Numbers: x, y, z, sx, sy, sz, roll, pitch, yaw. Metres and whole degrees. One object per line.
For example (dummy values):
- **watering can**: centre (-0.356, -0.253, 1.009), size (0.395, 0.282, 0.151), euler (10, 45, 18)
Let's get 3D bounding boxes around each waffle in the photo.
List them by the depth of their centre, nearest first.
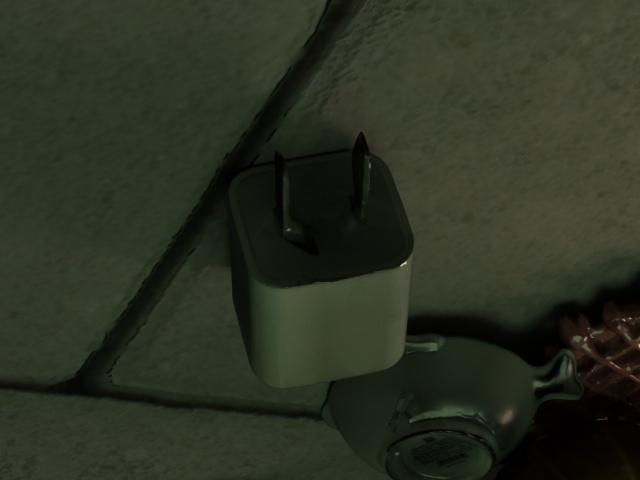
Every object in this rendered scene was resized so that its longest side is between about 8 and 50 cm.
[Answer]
- **waffle**: centre (0.306, 0.118, 1.571), size (0.221, 0.055, 0.234), euler (-9, 142, -10)

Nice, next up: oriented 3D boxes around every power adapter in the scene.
- **power adapter**: centre (0.000, 0.000, 1.242), size (0.130, 0.125, 0.205), euler (-9, 141, -10)

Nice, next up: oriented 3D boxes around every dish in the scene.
- **dish**: centre (0.121, 0.171, 1.508), size (0.246, 0.078, 0.224), euler (-12, 138, 11)

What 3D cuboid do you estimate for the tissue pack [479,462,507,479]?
- **tissue pack**: centre (0.238, 0.313, 1.726), size (0.209, 0.148, 0.156), euler (9, 172, -32)

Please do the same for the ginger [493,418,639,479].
- **ginger**: centre (0.287, 0.305, 1.535), size (0.358, 0.274, 0.152), euler (12, 155, -7)
